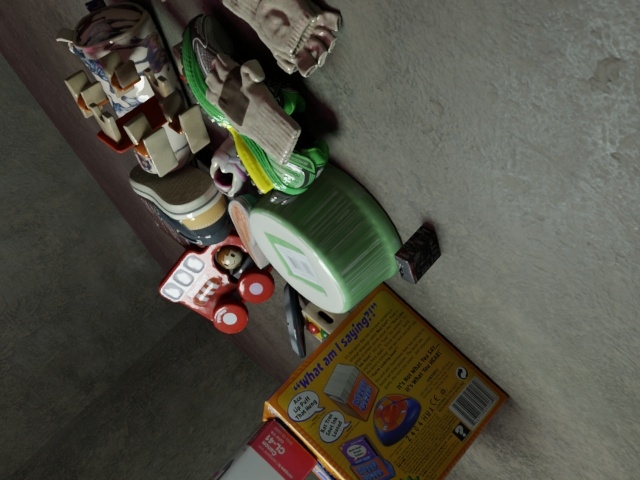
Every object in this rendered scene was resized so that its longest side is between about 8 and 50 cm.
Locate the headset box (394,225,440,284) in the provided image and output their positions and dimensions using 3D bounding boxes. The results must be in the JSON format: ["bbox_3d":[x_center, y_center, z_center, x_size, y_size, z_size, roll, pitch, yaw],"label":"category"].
[{"bbox_3d":[0.160,0.028,1.004,0.032,0.083,0.062,28,154,41],"label":"headset box"}]

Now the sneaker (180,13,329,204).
[{"bbox_3d":[-0.102,-0.240,1.016,0.146,0.134,0.344,-34,92,33],"label":"sneaker"}]

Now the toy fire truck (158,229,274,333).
[{"bbox_3d":[-0.276,0.094,1.685,0.253,0.302,0.169,33,-160,-21],"label":"toy fire truck"}]

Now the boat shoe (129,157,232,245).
[{"bbox_3d":[-0.357,-0.123,1.539,0.500,0.186,0.156,37,157,53],"label":"boat shoe"}]

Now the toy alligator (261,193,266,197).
[{"bbox_3d":[-0.119,-0.143,1.281,0.051,0.056,0.190,32,156,34],"label":"toy alligator"}]

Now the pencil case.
[{"bbox_3d":[-0.398,-0.321,1.334,0.183,0.160,0.410,-1,145,9],"label":"pencil case"}]

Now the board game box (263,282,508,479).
[{"bbox_3d":[0.120,0.382,1.358,0.356,0.356,0.356,43,160,11],"label":"board game box"}]

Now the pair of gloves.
[{"bbox_3d":[-0.079,-0.255,0.876,0.204,0.042,0.240,39,126,26],"label":"pair of gloves"}]

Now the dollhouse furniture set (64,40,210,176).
[{"bbox_3d":[-0.294,-0.253,1.126,0.262,0.259,0.135,35,155,29],"label":"dollhouse furniture set"}]

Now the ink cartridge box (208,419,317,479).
[{"bbox_3d":[-0.166,0.521,1.222,0.131,0.306,0.226,45,159,3],"label":"ink cartridge box"}]

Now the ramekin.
[{"bbox_3d":[0.000,0.000,1.178,0.303,0.148,0.303,40,159,18],"label":"ramekin"}]

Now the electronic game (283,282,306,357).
[{"bbox_3d":[-0.068,0.223,1.733,0.229,0.048,0.229,-9,-90,-90],"label":"electronic game"}]

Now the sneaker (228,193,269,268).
[{"bbox_3d":[-0.130,-0.039,1.406,0.108,0.121,0.302,52,168,19],"label":"sneaker"}]

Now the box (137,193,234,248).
[{"bbox_3d":[-0.383,-0.098,1.735,0.203,0.168,0.167,31,155,35],"label":"box"}]

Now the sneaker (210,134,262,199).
[{"bbox_3d":[-0.190,-0.145,1.340,0.103,0.111,0.252,38,159,23],"label":"sneaker"}]

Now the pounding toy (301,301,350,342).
[{"bbox_3d":[0.006,0.239,1.702,0.181,0.094,0.206,37,158,24],"label":"pounding toy"}]
